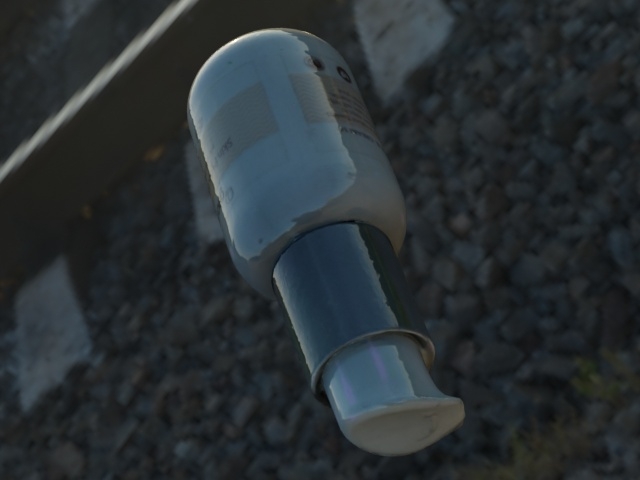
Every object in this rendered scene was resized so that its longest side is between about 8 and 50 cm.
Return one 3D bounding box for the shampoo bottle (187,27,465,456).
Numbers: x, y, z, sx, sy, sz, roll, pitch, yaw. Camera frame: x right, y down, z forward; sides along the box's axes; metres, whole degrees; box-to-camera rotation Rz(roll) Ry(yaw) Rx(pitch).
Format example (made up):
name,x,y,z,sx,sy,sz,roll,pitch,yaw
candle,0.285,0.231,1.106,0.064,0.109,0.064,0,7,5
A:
name,x,y,z,sx,sy,sz,roll,pitch,yaw
shampoo bottle,0.000,0.000,0.642,0.074,0.074,0.192,-38,48,23
